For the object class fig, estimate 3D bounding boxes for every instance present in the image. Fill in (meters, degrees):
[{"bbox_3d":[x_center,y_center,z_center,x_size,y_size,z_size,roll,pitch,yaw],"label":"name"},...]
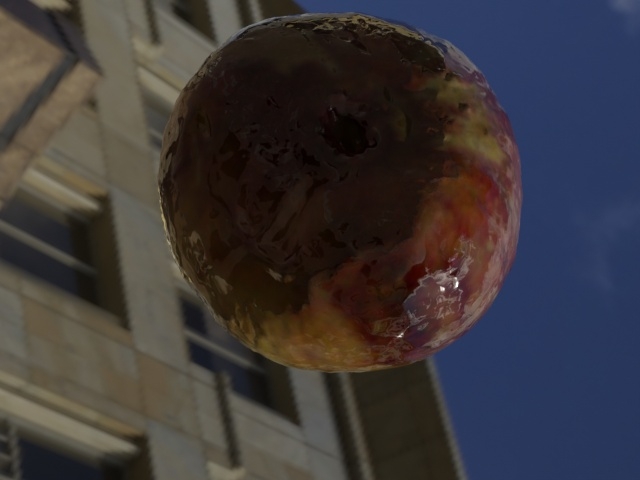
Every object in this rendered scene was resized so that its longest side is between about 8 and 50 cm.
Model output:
[{"bbox_3d":[-0.008,0.004,0.749,0.160,0.143,0.230,48,-42,10],"label":"fig"}]
